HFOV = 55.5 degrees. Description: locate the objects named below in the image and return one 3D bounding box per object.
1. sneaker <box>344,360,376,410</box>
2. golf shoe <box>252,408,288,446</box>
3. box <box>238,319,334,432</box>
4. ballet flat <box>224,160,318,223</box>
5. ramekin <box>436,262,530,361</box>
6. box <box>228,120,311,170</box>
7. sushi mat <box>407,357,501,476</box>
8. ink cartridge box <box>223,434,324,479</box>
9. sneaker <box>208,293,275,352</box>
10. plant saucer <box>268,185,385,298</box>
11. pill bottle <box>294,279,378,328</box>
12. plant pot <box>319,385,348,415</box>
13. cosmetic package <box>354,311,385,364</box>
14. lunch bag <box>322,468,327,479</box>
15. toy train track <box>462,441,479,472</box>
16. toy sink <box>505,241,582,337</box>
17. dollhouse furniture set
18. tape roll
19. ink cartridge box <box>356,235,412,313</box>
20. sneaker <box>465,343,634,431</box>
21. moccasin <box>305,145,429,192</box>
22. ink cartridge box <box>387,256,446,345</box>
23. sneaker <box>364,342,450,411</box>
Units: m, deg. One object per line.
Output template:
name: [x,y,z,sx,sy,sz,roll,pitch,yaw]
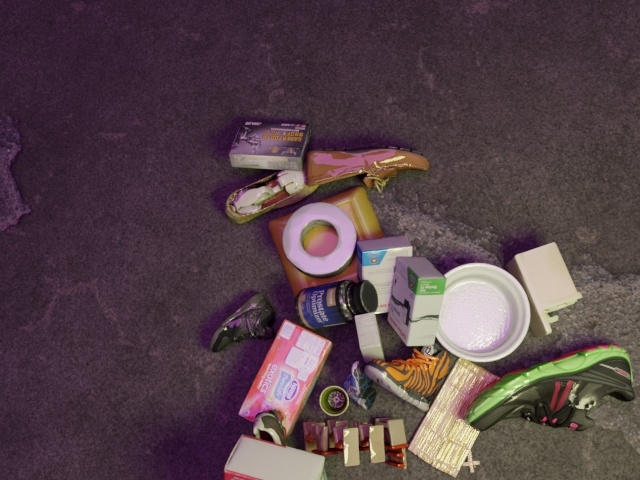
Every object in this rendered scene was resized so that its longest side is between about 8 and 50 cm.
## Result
sneaker: [0.102,0.408,1.719,0.081,0.211,0.080,18,51,26]
golf shoe: [-0.113,0.588,1.612,0.105,0.120,0.272,-28,86,10]
box: [-0.092,0.399,1.769,0.154,0.142,0.299,24,81,11]
ballet flat: [-0.146,-0.160,1.921,0.349,0.123,0.123,-26,75,0]
ramekin: [0.447,0.212,1.752,0.278,0.135,0.276,-2,76,6]
box: [-0.157,-0.304,1.943,0.231,0.056,0.183,5,45,9]
sushi mat: [0.392,0.501,1.745,0.152,0.019,0.316,30,80,13]
ink cartridge box: [-0.121,0.660,1.526,0.226,0.131,0.306,12,122,9]
sneaker: [-0.227,0.278,1.843,0.228,0.087,0.130,-40,69,-9]
plant saucer: [0.036,0.021,1.875,0.333,0.081,0.332,-22,75,1]
pill bottle: [0.046,0.177,1.716,0.219,0.123,0.122,-15,73,34]
plant pot: [0.044,0.464,1.770,0.084,0.079,0.083,-2,78,7]
cosmetic package: [0.143,0.297,1.706,0.061,0.239,0.098,-10,57,6]
lunch bag: [-0.107,0.752,1.708,0.280,0.108,0.223,-16,78,4]
toy train track: [0.423,0.613,1.723,0.048,0.014,0.083,-8,76,5]
toy sink: [0.644,0.143,1.735,0.131,0.153,0.234,-19,75,2]
dollhouse furniture set: [0.106,0.565,1.664,0.259,0.262,0.135,2,77,-25]
tape roll: [0.000,0.000,1.806,0.220,0.072,0.219,-2,76,7]
ink cartridge box: [0.184,0.101,1.770,0.148,0.086,0.203,-6,114,-10]
sneaker: [0.629,0.430,1.646,0.484,0.185,0.202,-18,76,-1]
moccasin: [0.145,-0.217,1.881,0.381,0.139,0.146,-3,93,-7]
ink cartridge box: [0.263,0.167,1.683,0.087,0.153,0.208,-1,111,-17]
sneaker: [0.244,0.341,1.672,0.125,0.321,0.180,25,80,39]
